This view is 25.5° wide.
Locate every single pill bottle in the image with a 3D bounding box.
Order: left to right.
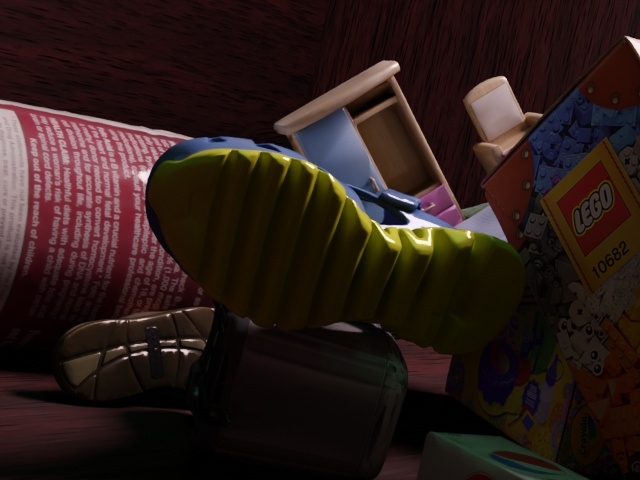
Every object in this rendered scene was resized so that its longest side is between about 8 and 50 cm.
[{"bbox_3d":[-0.208,0.000,1.313,0.392,0.224,0.224,9,6,-34],"label":"pill bottle"}]

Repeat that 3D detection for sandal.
[{"bbox_3d":[-0.145,0.106,1.219,0.219,0.090,0.060,-2,-8,-45],"label":"sandal"},{"bbox_3d":[0.000,0.000,1.065,0.317,0.126,0.138,22,11,-36],"label":"sandal"}]

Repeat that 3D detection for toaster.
[{"bbox_3d":[-0.022,0.109,1.109,0.146,0.129,0.227,14,7,-9],"label":"toaster"}]

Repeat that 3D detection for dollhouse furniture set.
[{"bbox_3d":[0.137,-0.073,1.344,0.286,0.198,0.303,-31,16,-11],"label":"dollhouse furniture set"}]

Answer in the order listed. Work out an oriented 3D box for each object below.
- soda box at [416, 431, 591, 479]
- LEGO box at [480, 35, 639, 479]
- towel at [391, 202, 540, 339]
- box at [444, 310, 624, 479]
[{"bbox_3d":[0.153,0.192,0.946,0.074,0.069,0.216,10,5,-34],"label":"soda box"},{"bbox_3d":[0.428,0.066,1.162,0.500,0.193,0.372,5,50,-39],"label":"LEGO box"},{"bbox_3d":[0.135,0.029,1.468,0.370,0.040,0.271,-16,18,38],"label":"towel"},{"bbox_3d":[0.322,0.131,1.469,0.279,0.177,0.290,11,5,-17],"label":"box"}]
